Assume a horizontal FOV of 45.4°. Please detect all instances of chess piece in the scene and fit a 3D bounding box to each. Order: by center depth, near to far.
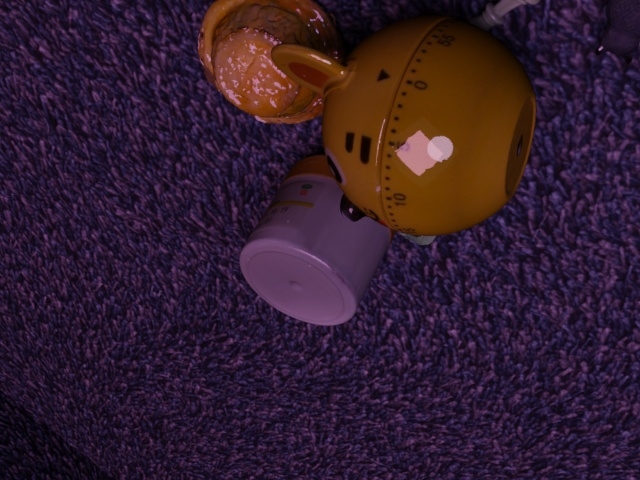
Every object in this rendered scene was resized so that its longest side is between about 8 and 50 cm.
[{"bbox_3d":[0.278,-0.362,1.207,0.059,0.059,0.149,45,133,-13],"label":"chess piece"}]

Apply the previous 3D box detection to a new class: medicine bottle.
[{"bbox_3d":[0.000,0.000,1.420,0.237,0.232,0.238,20,145,15],"label":"medicine bottle"}]

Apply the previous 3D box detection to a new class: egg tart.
[{"bbox_3d":[-0.096,-0.316,1.348,0.288,0.118,0.288,14,129,17],"label":"egg tart"}]

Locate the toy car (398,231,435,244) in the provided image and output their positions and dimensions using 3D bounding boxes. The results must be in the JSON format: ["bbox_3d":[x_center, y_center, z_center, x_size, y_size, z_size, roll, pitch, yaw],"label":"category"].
[{"bbox_3d":[0.205,-0.068,1.438,0.093,0.058,0.186,29,129,2],"label":"toy car"}]

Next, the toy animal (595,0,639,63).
[{"bbox_3d":[0.472,-0.344,1.103,0.121,0.117,0.210,11,125,5],"label":"toy animal"}]

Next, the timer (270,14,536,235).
[{"bbox_3d":[0.131,-0.183,1.215,0.386,0.376,0.376,17,129,25],"label":"timer"}]
